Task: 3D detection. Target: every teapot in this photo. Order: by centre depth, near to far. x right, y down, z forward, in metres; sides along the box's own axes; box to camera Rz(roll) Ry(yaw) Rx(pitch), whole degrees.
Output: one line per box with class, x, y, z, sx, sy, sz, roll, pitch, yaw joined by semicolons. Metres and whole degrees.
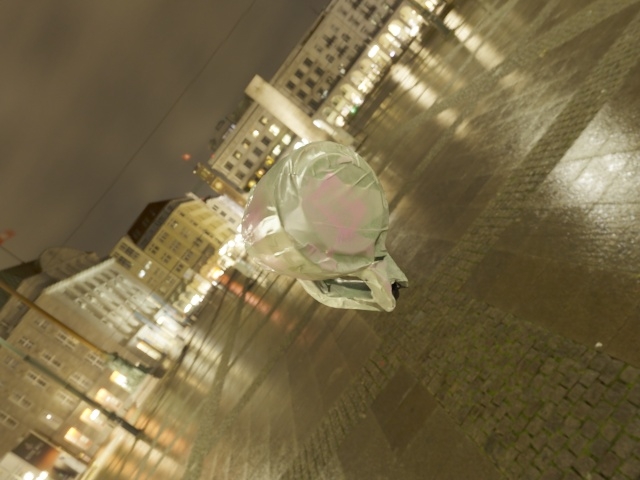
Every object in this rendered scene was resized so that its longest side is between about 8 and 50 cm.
teapot;0.002;-0.013;0.667;0.178;0.221;0.163;-20;47;54
